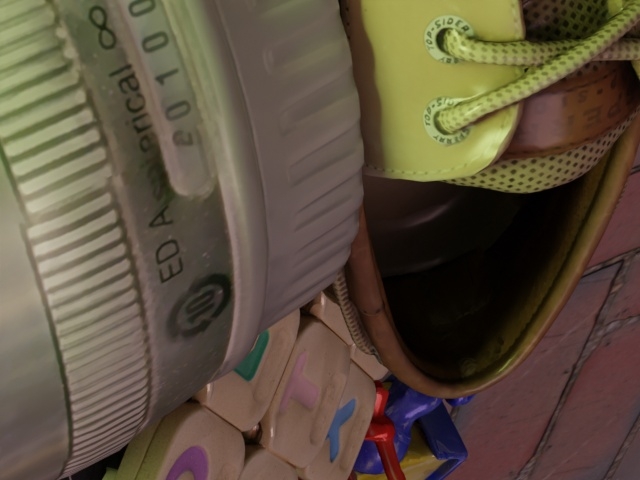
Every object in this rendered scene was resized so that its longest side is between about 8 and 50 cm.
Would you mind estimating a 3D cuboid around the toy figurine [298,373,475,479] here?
[{"bbox_3d":[0.002,0.177,0.990,0.217,0.191,0.362,-9,146,-46],"label":"toy figurine"}]

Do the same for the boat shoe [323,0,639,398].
[{"bbox_3d":[0.045,-0.070,0.403,0.123,0.116,0.324,-18,149,-11],"label":"boat shoe"}]

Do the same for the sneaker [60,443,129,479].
[{"bbox_3d":[-0.115,0.035,0.619,0.275,0.110,0.107,-32,131,-45],"label":"sneaker"}]

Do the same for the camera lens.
[{"bbox_3d":[-0.156,-0.017,0.386,0.274,0.219,0.219,-26,153,-22],"label":"camera lens"}]

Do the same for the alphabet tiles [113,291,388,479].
[{"bbox_3d":[0.000,0.000,0.675,0.284,0.021,0.278,-68,156,-13],"label":"alphabet tiles"}]

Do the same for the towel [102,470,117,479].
[{"bbox_3d":[-0.167,0.236,0.814,0.331,0.053,0.317,-14,133,12],"label":"towel"}]
